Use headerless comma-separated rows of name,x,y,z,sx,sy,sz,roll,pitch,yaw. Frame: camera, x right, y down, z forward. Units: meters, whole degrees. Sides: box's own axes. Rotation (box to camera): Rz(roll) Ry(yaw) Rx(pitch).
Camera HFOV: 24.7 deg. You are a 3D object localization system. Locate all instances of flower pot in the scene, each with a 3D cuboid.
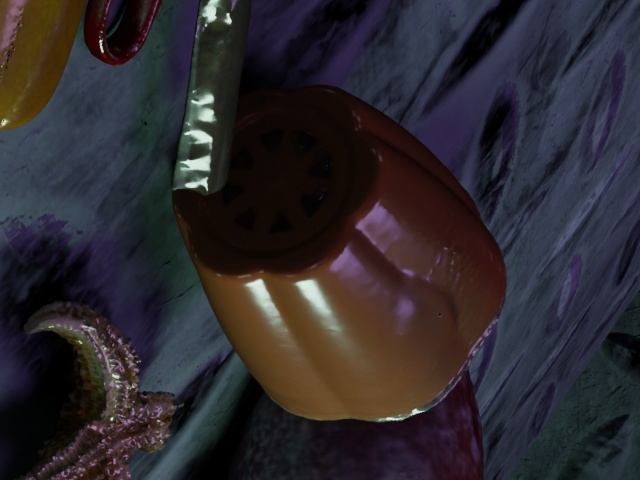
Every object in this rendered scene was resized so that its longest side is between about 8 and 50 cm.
flower pot,0.000,0.000,0.888,0.190,0.190,0.173,-55,148,-8

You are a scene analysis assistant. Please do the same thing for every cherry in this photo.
cherry,0.030,0.199,1.201,0.236,0.213,0.285,-70,167,-87

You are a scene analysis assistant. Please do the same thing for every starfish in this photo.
starfish,-0.142,0.133,0.861,0.216,0.071,0.238,-61,157,-57

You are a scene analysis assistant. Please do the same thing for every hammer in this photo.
hammer,-0.045,-0.137,0.703,0.125,0.027,0.297,-34,147,-41

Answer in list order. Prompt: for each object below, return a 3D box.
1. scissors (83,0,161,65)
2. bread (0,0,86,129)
scissors,-0.044,-0.203,0.674,0.144,0.017,0.247,-36,150,-49
bread,-0.104,-0.142,0.527,0.092,0.074,0.239,-32,150,-62
